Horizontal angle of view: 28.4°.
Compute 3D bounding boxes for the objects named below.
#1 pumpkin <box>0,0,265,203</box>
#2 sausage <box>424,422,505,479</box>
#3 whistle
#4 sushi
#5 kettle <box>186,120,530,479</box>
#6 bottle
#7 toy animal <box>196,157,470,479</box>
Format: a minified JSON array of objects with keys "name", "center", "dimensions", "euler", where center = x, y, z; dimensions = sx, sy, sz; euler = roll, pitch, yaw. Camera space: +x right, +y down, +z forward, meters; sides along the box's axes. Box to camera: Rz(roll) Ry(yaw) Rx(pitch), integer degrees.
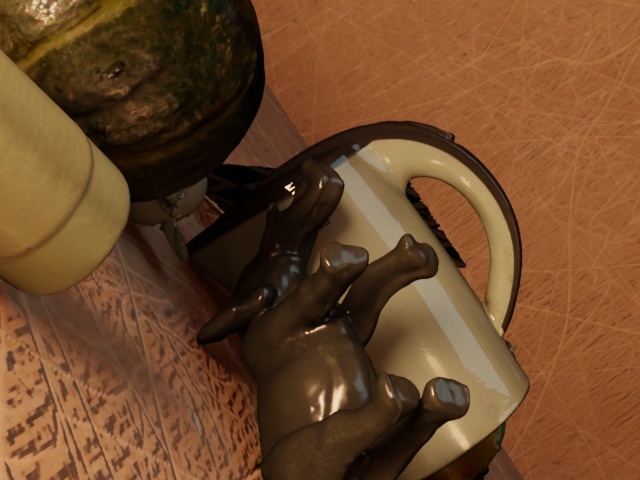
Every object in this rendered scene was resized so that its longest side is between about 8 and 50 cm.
[{"name":"pumpkin","center":[-0.125,-0.120,0.661],"dimensions":[0.224,0.157,0.224],"euler":[49,-11,13]},{"name":"sausage","center":[0.057,0.100,1.127],"dimensions":[0.317,0.117,0.125],"euler":[49,44,-42]},{"name":"whistle","center":[-0.126,-0.085,0.874],"dimensions":[0.236,0.077,0.114],"euler":[-121,-166,-50]},{"name":"sushi","center":[0.000,0.000,1.138],"dimensions":[0.231,0.219,0.047],"euler":[46,53,-63]},{"name":"kettle","center":[0.049,0.034,0.938],"dimensions":[0.236,0.221,0.161],"euler":[57,4,-3]},{"name":"bottle","center":[-0.150,-0.053,0.471],"dimensions":[0.072,0.072,0.201],"euler":[61,7,36]},{"name":"toy animal","center":[-0.002,0.060,0.774],"dimensions":[0.114,0.146,0.245],"euler":[23,41,-24]}]
